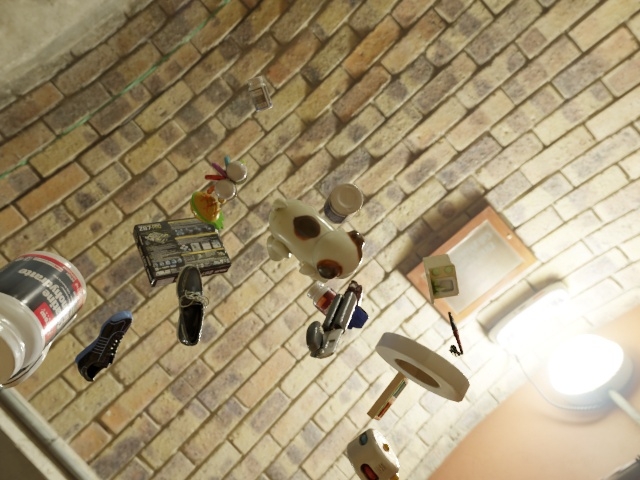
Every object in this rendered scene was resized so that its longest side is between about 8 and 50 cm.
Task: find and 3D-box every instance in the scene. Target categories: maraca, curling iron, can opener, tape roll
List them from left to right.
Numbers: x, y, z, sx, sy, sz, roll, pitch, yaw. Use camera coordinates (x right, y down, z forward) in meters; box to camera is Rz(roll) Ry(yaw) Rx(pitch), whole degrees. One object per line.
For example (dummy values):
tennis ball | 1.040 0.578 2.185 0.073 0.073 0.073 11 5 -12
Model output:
maraca | -0.436 -0.116 1.766 0.099 0.185 0.127 -20 -134 24
can opener | 0.032 0.226 1.302 0.076 0.095 0.283 -14 -155 26
tape roll | 0.398 0.500 1.791 0.072 0.392 0.392 -55 -172 -19
curling iron | 0.637 0.442 2.165 0.274 0.068 0.035 -80 -170 -50

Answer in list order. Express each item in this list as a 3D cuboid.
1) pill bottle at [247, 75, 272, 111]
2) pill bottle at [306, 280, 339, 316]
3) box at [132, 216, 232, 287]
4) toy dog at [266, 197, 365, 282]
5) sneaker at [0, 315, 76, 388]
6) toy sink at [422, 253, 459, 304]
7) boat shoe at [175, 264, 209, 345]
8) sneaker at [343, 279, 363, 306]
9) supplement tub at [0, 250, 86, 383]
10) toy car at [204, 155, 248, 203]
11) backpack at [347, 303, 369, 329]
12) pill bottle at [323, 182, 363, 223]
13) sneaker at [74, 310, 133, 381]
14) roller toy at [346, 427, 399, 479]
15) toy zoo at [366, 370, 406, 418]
pill bottle | -0.265 -0.636 1.968 0.078 0.137 0.078 -15 -157 7
pill bottle | 0.031 0.208 1.499 0.086 0.152 0.086 -46 164 -17
box | -0.677 0.042 2.230 0.395 0.318 0.097 -12 154 -37
toy dog | 0.000 0.000 1.833 0.285 0.408 0.395 -40 143 -24
sneaker | -0.910 0.295 1.416 0.126 0.127 0.321 -6 -142 15
toy sink | 0.545 0.171 2.045 0.131 0.152 0.234 -11 -168 12
boat shoe | -0.404 0.202 1.418 0.079 0.095 0.254 -7 -105 52
sneaker | 0.115 0.243 2.016 0.281 0.107 0.162 45 58 -61
supplement tub | -0.663 0.159 0.988 0.191 0.191 0.272 -41 -162 19
toy car | -0.359 -0.237 1.701 0.182 0.136 0.159 -58 -174 -3
backpack | 0.113 0.284 1.706 0.101 0.120 0.098 -56 -156 -7
pill bottle | 0.060 -0.102 1.342 0.094 0.094 0.169 -43 178 -16
sneaker | -0.643 0.322 1.375 0.232 0.090 0.081 -49 148 3
roller toy | 0.209 0.843 1.762 0.146 0.191 0.209 -38 -131 5
toy zoo | 0.261 0.594 1.714 0.192 0.030 0.293 -49 155 -10
